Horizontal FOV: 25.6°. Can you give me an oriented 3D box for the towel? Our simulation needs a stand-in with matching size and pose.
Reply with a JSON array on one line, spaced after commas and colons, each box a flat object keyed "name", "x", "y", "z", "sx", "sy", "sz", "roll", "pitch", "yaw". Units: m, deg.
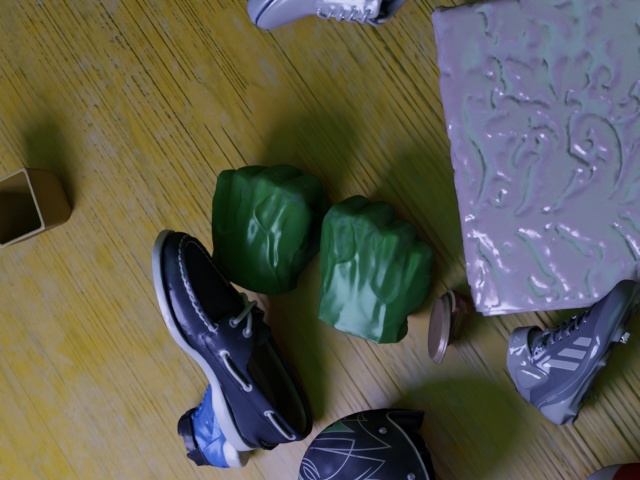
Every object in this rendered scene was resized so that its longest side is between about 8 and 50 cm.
[{"name": "towel", "x": 0.279, "y": -0.100, "z": 1.428, "sx": 0.317, "sy": 0.053, "sz": 0.332, "roll": -7, "pitch": 93, "yaw": 28}]

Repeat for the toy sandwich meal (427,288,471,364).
[{"name": "toy sandwich meal", "x": 0.139, "y": 0.094, "z": 1.524, "sx": 0.029, "sy": 0.085, "sz": 0.086, "roll": 7, "pitch": 101, "yaw": -8}]

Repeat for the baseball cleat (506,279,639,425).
[{"name": "baseball cleat", "x": 0.249, "y": 0.103, "z": 1.426, "sx": 0.109, "sy": 0.072, "sz": 0.206, "roll": 33, "pitch": 130, "yaw": 16}]

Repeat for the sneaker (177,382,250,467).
[{"name": "sneaker", "x": -0.137, "y": 0.199, "z": 1.687, "sx": 0.084, "sy": 0.058, "sz": 0.152, "roll": -5, "pitch": 100, "yaw": 21}]

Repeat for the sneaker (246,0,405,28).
[{"name": "sneaker", "x": 0.035, "y": -0.274, "z": 1.518, "sx": 0.258, "sy": 0.094, "sz": 0.091, "roll": -22, "pitch": 81, "yaw": 28}]

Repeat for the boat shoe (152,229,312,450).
[{"name": "boat shoe", "x": -0.095, "y": 0.109, "z": 1.585, "sx": 0.091, "sy": 0.114, "sz": 0.303, "roll": -9, "pitch": 126, "yaw": 24}]

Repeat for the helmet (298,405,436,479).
[{"name": "helmet", "x": 0.057, "y": 0.262, "z": 1.528, "sx": 0.169, "sy": 0.161, "sz": 0.169, "roll": 4, "pitch": 98, "yaw": 28}]

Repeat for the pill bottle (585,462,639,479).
[{"name": "pill bottle", "x": 0.372, "y": 0.321, "z": 1.324, "sx": 0.407, "sy": 0.229, "sz": 0.229, "roll": -8, "pitch": 92, "yaw": 29}]

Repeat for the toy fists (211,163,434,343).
[{"name": "toy fists", "x": 0.000, "y": 0.000, "z": 1.570, "sx": 0.279, "sy": 0.096, "sz": 0.142, "roll": 23, "pitch": 122, "yaw": 25}]

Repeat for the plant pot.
[{"name": "plant pot", "x": -0.361, "y": -0.044, "z": 1.769, "sx": 0.081, "sy": 0.083, "sz": 0.081, "roll": -21, "pitch": 85, "yaw": 28}]
